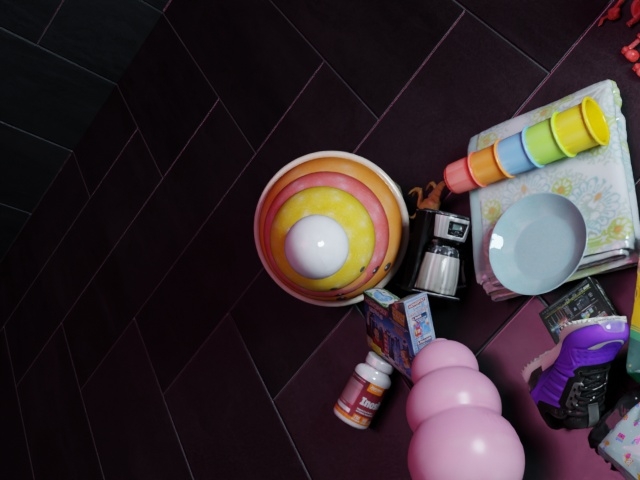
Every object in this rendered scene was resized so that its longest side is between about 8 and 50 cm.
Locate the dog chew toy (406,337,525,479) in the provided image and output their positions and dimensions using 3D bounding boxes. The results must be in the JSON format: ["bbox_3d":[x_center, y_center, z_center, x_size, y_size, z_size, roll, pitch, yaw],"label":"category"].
[{"bbox_3d":[0.251,0.328,1.500,0.206,0.206,0.332,-37,41,30],"label":"dog chew toy"}]

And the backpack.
[{"bbox_3d":[0.522,0.334,1.266,0.152,0.115,0.182,-53,46,12],"label":"backpack"}]

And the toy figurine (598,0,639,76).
[{"bbox_3d":[0.595,-0.407,1.440,0.191,0.217,0.363,-42,47,26],"label":"toy figurine"}]

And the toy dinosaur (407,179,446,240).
[{"bbox_3d":[0.244,-0.086,1.769,0.112,0.064,0.212,-107,25,-43],"label":"toy dinosaur"}]

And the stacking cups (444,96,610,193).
[{"bbox_3d":[0.376,-0.161,1.528,0.316,0.096,0.096,-24,57,37],"label":"stacking cups"}]

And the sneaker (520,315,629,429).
[{"bbox_3d":[0.438,0.232,1.343,0.293,0.102,0.146,107,158,-58],"label":"sneaker"}]

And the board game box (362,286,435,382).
[{"bbox_3d":[0.167,0.174,1.667,0.194,0.060,0.194,36,140,48],"label":"board game box"}]

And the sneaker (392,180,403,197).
[{"bbox_3d":[0.119,-0.068,1.918,0.188,0.066,0.071,-33,35,26],"label":"sneaker"}]

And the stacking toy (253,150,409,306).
[{"bbox_3d":[0.000,0.000,1.628,0.351,0.350,0.480,-58,-2,10],"label":"stacking toy"}]

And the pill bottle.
[{"bbox_3d":[0.097,0.319,1.738,0.086,0.086,0.152,34,99,48],"label":"pill bottle"}]

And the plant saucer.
[{"bbox_3d":[0.398,0.009,1.469,0.195,0.037,0.195,-19,60,38],"label":"plant saucer"}]

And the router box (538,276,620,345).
[{"bbox_3d":[0.468,0.138,1.466,0.122,0.038,0.092,-42,46,26],"label":"router box"}]

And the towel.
[{"bbox_3d":[0.440,-0.090,1.564,0.320,0.090,0.375,-19,60,37],"label":"towel"}]

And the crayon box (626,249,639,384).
[{"bbox_3d":[0.590,0.094,1.276,0.165,0.081,0.279,-12,50,45],"label":"crayon box"}]

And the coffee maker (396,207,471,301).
[{"bbox_3d":[0.229,0.025,1.691,0.171,0.120,0.178,11,88,46],"label":"coffee maker"}]
